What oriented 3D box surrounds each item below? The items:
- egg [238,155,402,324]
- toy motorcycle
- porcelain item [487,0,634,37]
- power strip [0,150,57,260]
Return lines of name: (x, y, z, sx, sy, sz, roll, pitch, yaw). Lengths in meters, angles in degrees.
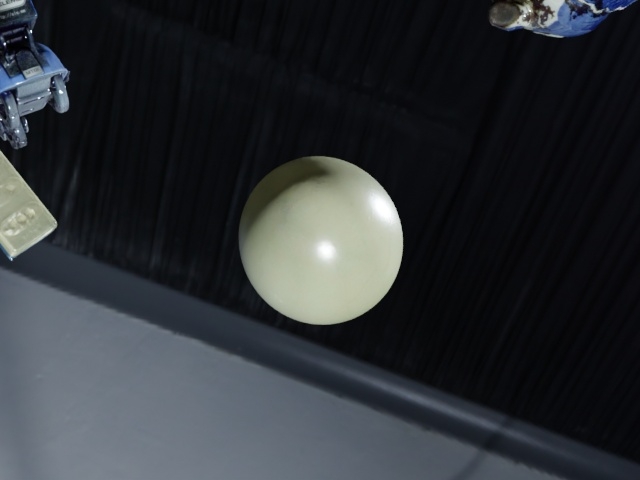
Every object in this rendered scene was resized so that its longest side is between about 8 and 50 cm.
egg: (0.000, 0.000, 1.050, 0.185, 0.242, 0.186, -2, 77, 7)
toy motorcycle: (-0.484, -0.266, 1.426, 0.125, 0.358, 0.213, -25, 95, -26)
porcelain item: (0.221, -0.306, 1.012, 0.186, 0.138, 0.288, -4, 26, -40)
power strip: (-0.323, -0.046, 0.928, 0.056, 0.032, 0.123, -40, 97, -30)
